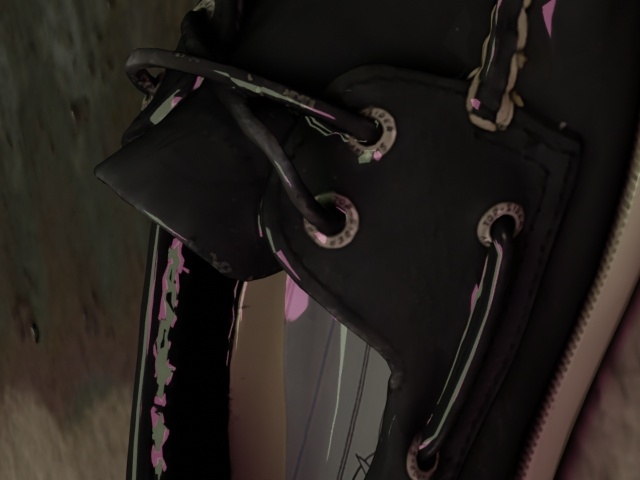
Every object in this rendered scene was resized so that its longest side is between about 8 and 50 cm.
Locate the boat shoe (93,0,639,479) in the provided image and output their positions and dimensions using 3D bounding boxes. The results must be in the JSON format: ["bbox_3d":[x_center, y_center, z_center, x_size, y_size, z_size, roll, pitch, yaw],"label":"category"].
[{"bbox_3d":[-0.002,-0.001,0.437,0.127,0.113,0.340,39,128,43],"label":"boat shoe"}]
